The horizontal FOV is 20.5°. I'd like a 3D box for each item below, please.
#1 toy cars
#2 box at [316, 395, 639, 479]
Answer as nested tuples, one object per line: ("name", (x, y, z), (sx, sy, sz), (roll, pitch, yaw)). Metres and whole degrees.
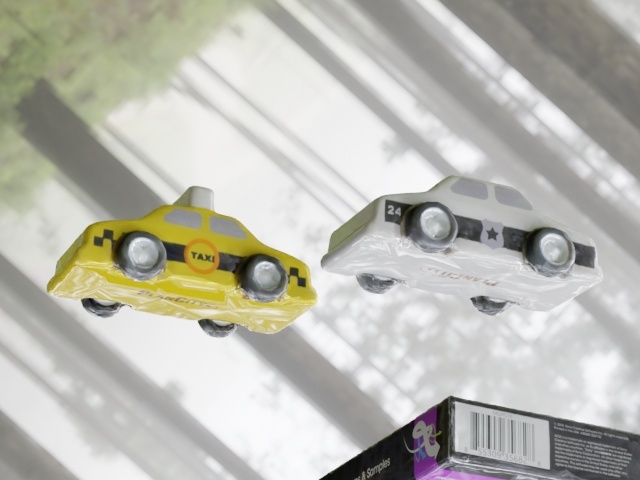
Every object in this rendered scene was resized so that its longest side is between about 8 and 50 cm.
("toy cars", (0.000, 0.000, 1.270), (0.176, 0.394, 0.087), (53, 35, -63))
("box", (0.063, 0.107, 0.705), (0.162, 0.116, 0.029), (138, -40, -55))
